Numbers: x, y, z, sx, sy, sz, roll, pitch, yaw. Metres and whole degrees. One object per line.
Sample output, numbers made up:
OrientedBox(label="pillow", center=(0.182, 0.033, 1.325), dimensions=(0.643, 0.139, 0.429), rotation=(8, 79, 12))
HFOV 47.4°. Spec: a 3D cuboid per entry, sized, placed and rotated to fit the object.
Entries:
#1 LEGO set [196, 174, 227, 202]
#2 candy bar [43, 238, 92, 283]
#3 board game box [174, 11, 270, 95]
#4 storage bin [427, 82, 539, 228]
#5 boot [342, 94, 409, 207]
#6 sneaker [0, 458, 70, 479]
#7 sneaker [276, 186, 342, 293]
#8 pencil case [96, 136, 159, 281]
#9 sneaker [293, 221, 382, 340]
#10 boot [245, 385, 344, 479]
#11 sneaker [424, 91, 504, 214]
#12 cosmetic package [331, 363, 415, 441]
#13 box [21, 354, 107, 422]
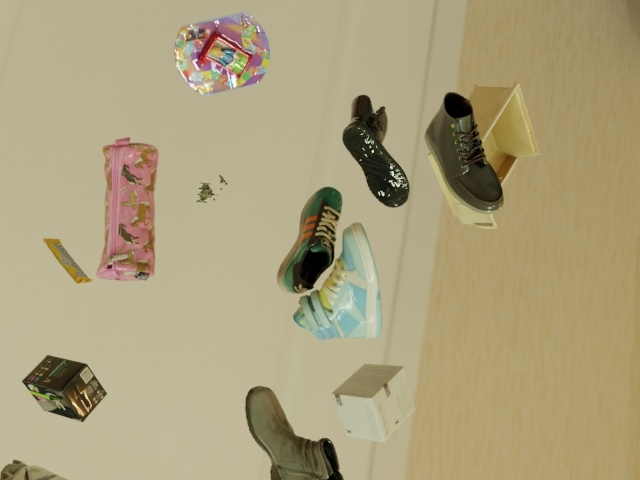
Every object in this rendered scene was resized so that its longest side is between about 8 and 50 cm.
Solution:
OrientedBox(label="LEGO set", center=(-0.252, -0.116, 1.662), dimensions=(0.083, 0.054, 0.023), rotation=(-25, -154, -16))
OrientedBox(label="candy bar", center=(-0.535, 0.043, 1.541), dimensions=(0.161, 0.018, 0.040), rotation=(41, -159, 33))
OrientedBox(label="board game box", center=(-0.170, -0.320, 1.280), dimensions=(0.169, 0.033, 0.133), rotation=(-13, 124, -2))
OrientedBox(label="storage bin", center=(0.412, -0.205, 1.803), dimensions=(0.123, 0.262, 0.260), rotation=(13, 148, 40))
OrientedBox(label="boot", center=(0.147, -0.226, 1.799), dimensions=(0.094, 0.207, 0.246), rotation=(-27, 113, 26))
OrientedBox(label="sneaker", center=(-0.511, 0.488, 1.226), dimensions=(0.146, 0.122, 0.330), rotation=(11, -162, -2))
OrientedBox(label="sneaker", center=(0.000, 0.000, 1.837), dimensions=(0.108, 0.302, 0.121), rotation=(32, 162, -31))
OrientedBox(label="pencil case", center=(-0.528, -0.081, 2.004), dimensions=(0.160, 0.386, 0.167), rotation=(5, 173, -29))
OrientedBox(label="sneaker", center=(0.030, 0.114, 1.705), dimensions=(0.208, 0.319, 0.127), rotation=(-10, -150, -3))
OrientedBox(label="boot", center=(-0.038, 0.379, 1.361), dimensions=(0.161, 0.246, 0.083), rotation=(-21, 179, 42))
OrientedBox(label="sneaker", center=(0.265, -0.156, 1.321), dimensions=(0.083, 0.222, 0.118), rotation=(-24, 156, -17))
OrientedBox(label="cosmetic package", center=(0.158, 0.474, 2.149), dimensions=(0.151, 0.151, 0.184), rotation=(-5, -160, 40))
OrientedBox(label="box", center=(-0.340, 0.195, 0.969), dimensions=(0.083, 0.052, 0.062), rotation=(4, 130, 32))
